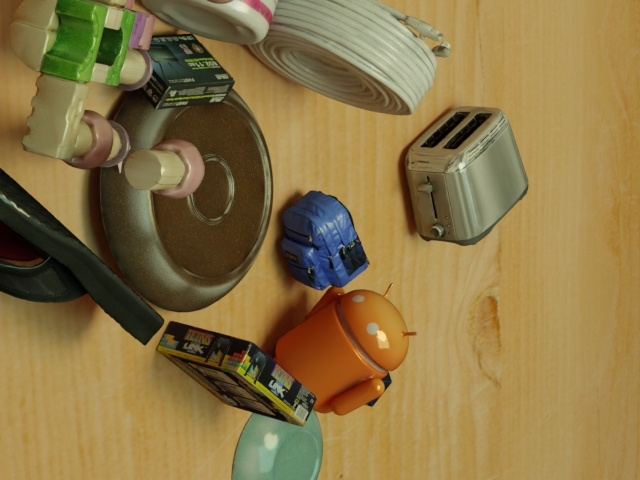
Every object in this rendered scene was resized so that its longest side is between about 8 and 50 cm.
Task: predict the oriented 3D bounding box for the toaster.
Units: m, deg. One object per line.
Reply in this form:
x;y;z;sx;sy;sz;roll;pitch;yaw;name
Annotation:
0.224;-0.105;2.483;0.227;0.129;0.146;-42;127;-37;toaster

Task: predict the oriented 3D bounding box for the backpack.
0.000;0.000;2.243;0.101;0.098;0.120;-39;129;-30;backpack

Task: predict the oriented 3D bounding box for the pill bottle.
-0.100;-0.392;1.969;0.160;0.160;0.283;29;75;-51;pill bottle

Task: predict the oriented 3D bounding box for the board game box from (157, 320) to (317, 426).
-0.105;0.171;2.111;0.170;0.141;0.048;46;65;-47;board game box

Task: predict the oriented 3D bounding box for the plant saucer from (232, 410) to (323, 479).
-0.047;0.311;2.306;0.195;0.037;0.195;-15;110;-49;plant saucer

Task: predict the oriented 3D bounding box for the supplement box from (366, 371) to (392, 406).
0.045;0.183;2.355;0.056;0.083;0.083;-48;132;-36;supplement box

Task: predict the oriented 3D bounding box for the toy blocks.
-0.243;-0.216;1.794;0.260;0.309;0.288;-17;121;-79;toy blocks

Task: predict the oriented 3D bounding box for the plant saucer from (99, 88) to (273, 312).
-0.150;-0.064;2.046;0.311;0.050;0.310;-5;97;-53;plant saucer

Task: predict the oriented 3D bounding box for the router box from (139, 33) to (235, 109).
-0.175;-0.204;1.970;0.122;0.092;0.038;-13;145;-51;router box

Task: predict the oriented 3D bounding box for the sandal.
-0.325;0.014;1.788;0.107;0.167;0.446;-47;137;-5;sandal

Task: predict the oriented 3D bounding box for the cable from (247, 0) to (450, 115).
0.023;-0.243;2.087;0.257;0.257;0.089;129;-14;-80;cable

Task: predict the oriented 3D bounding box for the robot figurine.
0.027;0.149;2.237;0.128;0.219;0.158;52;16;-13;robot figurine
